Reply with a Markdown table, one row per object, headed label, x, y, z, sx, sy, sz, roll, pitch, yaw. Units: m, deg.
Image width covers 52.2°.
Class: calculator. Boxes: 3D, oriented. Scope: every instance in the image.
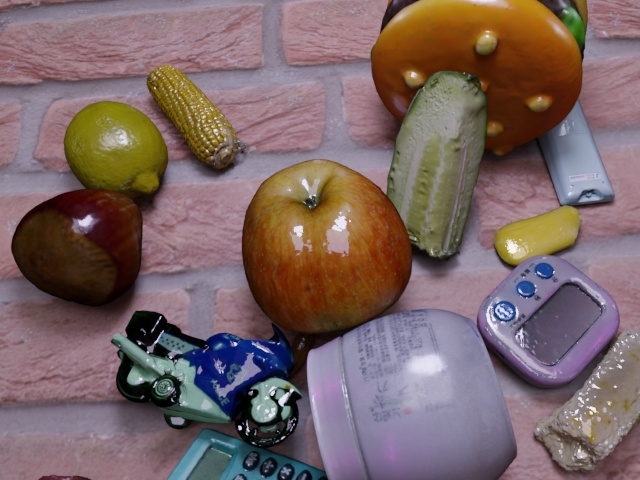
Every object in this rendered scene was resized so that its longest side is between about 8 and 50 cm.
| label | x | y | z | sx | sy | sz | roll | pitch | yaw |
| --- | --- | --- | --- | --- | --- | --- | --- | --- | --- |
| calculator | -0.112 | 0.395 | 0.936 | 0.274 | 0.058 | 0.248 | 16 | 29 | 13 |

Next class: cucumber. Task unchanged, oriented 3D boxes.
| label | x | y | z | sx | sy | sz | roll | pitch | yaw |
| --- | --- | --- | --- | --- | --- | --- | --- | --- | --- |
| cucumber | 0.207 | -0.140 | 1.137 | 0.145 | 0.325 | 0.105 | 27 | 33 | 35 |

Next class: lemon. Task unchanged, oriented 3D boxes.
| label | x | y | z | sx | sy | sz | roll | pitch | yaw |
| --- | --- | --- | --- | --- | --- | --- | --- | --- | --- |
| lemon | -0.401 | -0.178 | 1.270 | 0.184 | 0.184 | 0.248 | -39 | 66 | -15 |

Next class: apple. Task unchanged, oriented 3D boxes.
| label | x | y | z | sx | sy | sz | roll | pitch | yaw |
| --- | --- | --- | --- | --- | --- | --- | --- | --- | --- |
| apple | 0.000 | 0.000 | 1.067 | 0.278 | 0.249 | 0.309 | -24 | 20 | -28 |

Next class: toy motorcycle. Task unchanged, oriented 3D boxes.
| label | x | y | z | sx | sy | sz | roll | pitch | yaw |
| --- | --- | --- | --- | --- | --- | --- | --- | --- | --- |
| toy motorcycle | -0.172 | 0.207 | 1.054 | 0.331 | 0.125 | 0.196 | 13 | 54 | 19 |

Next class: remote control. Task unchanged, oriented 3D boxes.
| label | x | y | z | sx | sy | sz | roll | pitch | yaw |
| --- | --- | --- | --- | --- | --- | --- | --- | --- | --- |
| remote control | 0.486 | -0.202 | 1.282 | 0.103 | 0.051 | 0.293 | -7 | 63 | 0 |

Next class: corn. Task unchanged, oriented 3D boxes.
| label | x | y | z | sx | sy | sz | roll | pitch | yaw |
| --- | --- | --- | --- | --- | --- | --- | --- | --- | --- |
| corn | -0.265 | -0.266 | 1.349 | 0.106 | 0.106 | 0.293 | -34 | 65 | -13 |

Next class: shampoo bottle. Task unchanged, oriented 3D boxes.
| label | x | y | z | sx | sy | sz | roll | pitch | yaw |
| --- | --- | --- | --- | --- | --- | --- | --- | --- | --- |
| shampoo bottle | 0.124 | 0.243 | 0.948 | 0.267 | 0.273 | 0.272 | -16 | 61 | 8 |

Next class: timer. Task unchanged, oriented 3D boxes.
| label | x | y | z | sx | sy | sz | roll | pitch | yaw |
| --- | --- | --- | --- | --- | --- | --- | --- | --- | --- |
| timer | 0.379 | 0.134 | 1.100 | 0.208 | 0.069 | 0.191 | -40 | 66 | -17 |

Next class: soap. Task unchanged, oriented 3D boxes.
| label | x | y | z | sx | sy | sz | roll | pitch | yaw |
| --- | --- | --- | --- | --- | --- | --- | --- | --- | --- |
| soap | 0.400 | -0.007 | 1.193 | 0.169 | 0.033 | 0.089 | -17 | 64 | -5 |

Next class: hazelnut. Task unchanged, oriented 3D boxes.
| label | x | y | z | sx | sy | sz | roll | pitch | yaw |
| --- | --- | --- | --- | --- | --- | --- | --- | --- | --- |
| hazelnut | -0.424 | 0.005 | 1.168 | 0.230 | 0.229 | 0.229 | -2 | 62 | 4 |

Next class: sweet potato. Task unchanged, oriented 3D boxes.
| label | x | y | z | sx | sy | sz | roll | pitch | yaw |
| --- | --- | --- | --- | --- | --- | --- | --- | --- | --- |
| sweet potato | -0.048 | 0.202 | 1.115 | 0.044 | 0.044 | 0.179 | 33 | 76 | 20 |

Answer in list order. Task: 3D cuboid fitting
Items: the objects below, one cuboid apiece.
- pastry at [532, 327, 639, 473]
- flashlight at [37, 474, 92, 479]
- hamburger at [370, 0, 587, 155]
| label | x | y | z | sx | sy | sz | roll | pitch | yaw |
| --- | --- | --- | --- | --- | --- | --- | --- | --- | --- |
| pastry | 0.451 | 0.248 | 1.027 | 0.259 | 0.089 | 0.121 | -35 | 52 | -17 |
| flashlight | -0.402 | 0.474 | 0.978 | 0.093 | 0.093 | 0.231 | 1 | 68 | 5 |
| hamburger | 0.278 | -0.349 | 1.192 | 0.396 | 0.395 | 0.277 | 12 | 61 | 11 |
